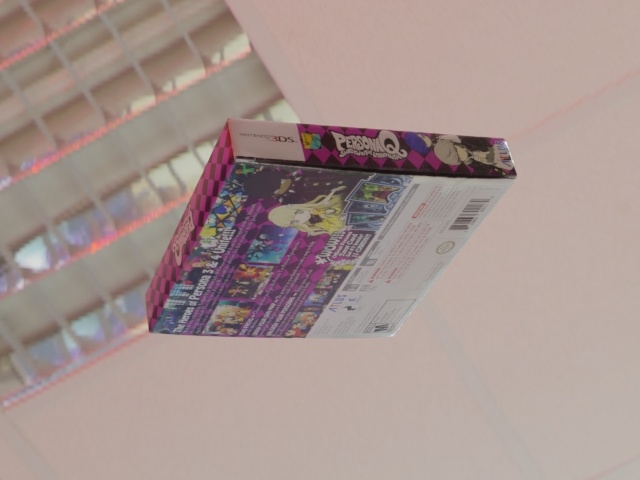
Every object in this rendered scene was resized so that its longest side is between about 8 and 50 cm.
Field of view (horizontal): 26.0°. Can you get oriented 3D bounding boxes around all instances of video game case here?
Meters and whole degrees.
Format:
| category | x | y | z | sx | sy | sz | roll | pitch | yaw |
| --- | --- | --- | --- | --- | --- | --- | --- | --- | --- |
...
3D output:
| category | x | y | z | sx | sy | sz | roll | pitch | yaw |
| --- | --- | --- | --- | --- | --- | --- | --- | --- | --- |
| video game case | 0.000 | 0.000 | 1.014 | 0.210 | 0.042 | 0.232 | 2 | -33 | -22 |

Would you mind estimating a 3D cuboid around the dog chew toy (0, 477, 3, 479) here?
| category | x | y | z | sx | sy | sz | roll | pitch | yaw |
| --- | --- | --- | --- | --- | --- | --- | --- | --- | --- |
| dog chew toy | -0.168 | 0.182 | 0.574 | 0.332 | 0.206 | 0.206 | 23 | -61 | 19 |
